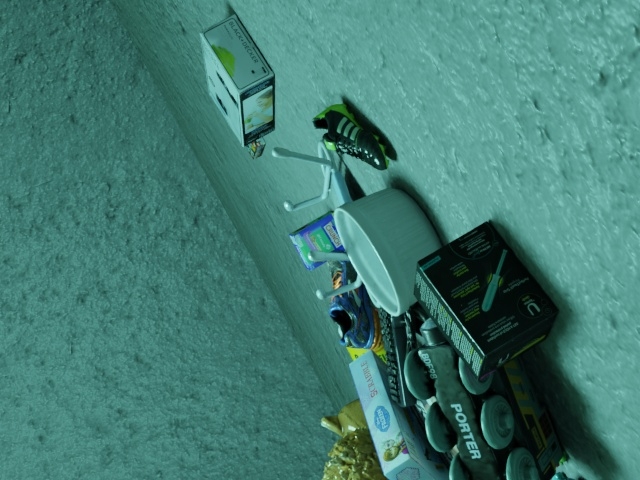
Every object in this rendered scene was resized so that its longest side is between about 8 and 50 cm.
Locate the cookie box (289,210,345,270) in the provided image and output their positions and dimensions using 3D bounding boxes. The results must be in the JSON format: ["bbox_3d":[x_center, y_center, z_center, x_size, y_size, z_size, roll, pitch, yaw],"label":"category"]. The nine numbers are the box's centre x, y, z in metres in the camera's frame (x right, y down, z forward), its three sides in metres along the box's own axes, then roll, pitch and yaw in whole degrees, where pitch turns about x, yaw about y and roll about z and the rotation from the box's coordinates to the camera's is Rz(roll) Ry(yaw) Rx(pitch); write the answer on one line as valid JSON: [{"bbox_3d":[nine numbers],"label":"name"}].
[{"bbox_3d":[0.000,0.000,2.158,0.092,0.107,0.040,63,168,-14],"label":"cookie box"}]

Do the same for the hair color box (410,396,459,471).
[{"bbox_3d":[0.265,0.317,1.772,0.174,0.105,0.347,58,168,9],"label":"hair color box"}]

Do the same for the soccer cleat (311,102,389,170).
[{"bbox_3d":[0.050,-0.161,1.610,0.179,0.072,0.060,51,165,42],"label":"soccer cleat"}]

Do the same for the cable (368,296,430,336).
[{"bbox_3d":[0.147,0.153,1.952,0.287,0.072,0.139,-138,31,-62],"label":"cable"}]

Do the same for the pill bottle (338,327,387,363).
[{"bbox_3d":[0.116,0.224,2.173,0.215,0.117,0.117,63,169,-11],"label":"pill bottle"}]

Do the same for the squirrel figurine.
[{"bbox_3d":[0.152,0.506,2.175,0.397,0.281,0.370,57,-169,-69],"label":"squirrel figurine"}]

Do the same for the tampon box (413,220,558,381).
[{"bbox_3d":[0.219,0.083,1.333,0.161,0.120,0.101,56,167,25],"label":"tampon box"}]

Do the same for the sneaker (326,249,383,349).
[{"bbox_3d":[0.054,0.117,1.968,0.083,0.087,0.221,-54,50,52],"label":"sneaker"}]

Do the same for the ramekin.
[{"bbox_3d":[0.120,0.012,1.637,0.207,0.109,0.207,58,168,19],"label":"ramekin"}]

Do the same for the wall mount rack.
[{"bbox_3d":[0.007,-0.034,1.827,0.304,0.130,0.350,90,160,-71],"label":"wall mount rack"}]

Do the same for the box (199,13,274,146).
[{"bbox_3d":[-0.177,-0.341,2.144,0.169,0.087,0.290,58,169,12],"label":"box"}]

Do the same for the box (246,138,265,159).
[{"bbox_3d":[-0.178,-0.264,2.504,0.094,0.027,0.137,59,169,3],"label":"box"}]

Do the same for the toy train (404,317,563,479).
[{"bbox_3d":[0.247,0.244,1.465,0.142,0.190,0.334,-16,103,39],"label":"toy train"}]

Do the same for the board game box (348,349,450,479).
[{"bbox_3d":[0.201,0.418,1.980,0.318,0.066,0.318,46,-166,-31],"label":"board game box"}]

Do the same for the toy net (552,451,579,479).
[{"bbox_3d":[0.383,0.409,1.625,0.122,0.045,0.232,56,169,20],"label":"toy net"}]

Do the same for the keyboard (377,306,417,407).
[{"bbox_3d":[0.138,0.152,1.833,0.201,0.033,0.317,159,102,-75],"label":"keyboard"}]
